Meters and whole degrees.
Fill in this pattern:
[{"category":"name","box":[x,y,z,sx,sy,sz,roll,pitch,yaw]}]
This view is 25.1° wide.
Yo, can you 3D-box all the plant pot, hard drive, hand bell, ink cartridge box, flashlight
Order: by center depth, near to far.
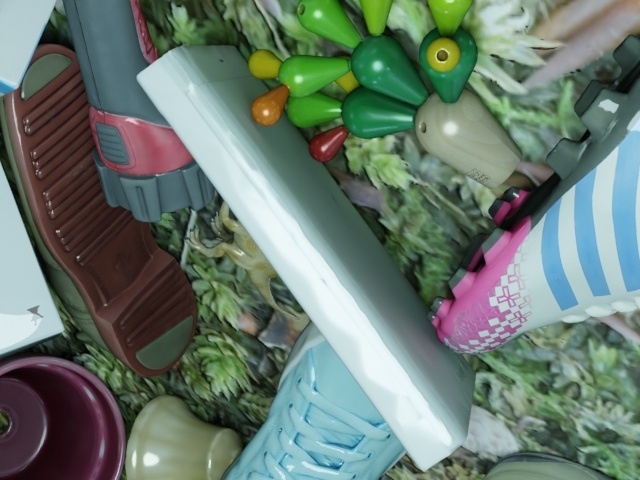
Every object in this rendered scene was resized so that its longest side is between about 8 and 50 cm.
[{"category":"hard drive","box":[0.000,0.000,0.996,0.040,0.203,0.307,-36,92,11]},{"category":"flashlight","box":[-0.141,-0.160,1.069,0.103,0.103,0.304,-112,12,-52]},{"category":"ink cartridge box","box":[-0.264,-0.167,1.125,0.060,0.104,0.180,25,169,-23]},{"category":"hand bell","box":[-0.056,0.220,1.399,0.242,0.126,0.126,1,128,30]},{"category":"plant pot","box":[-0.336,0.219,1.592,0.201,0.201,0.180,56,159,-18]}]

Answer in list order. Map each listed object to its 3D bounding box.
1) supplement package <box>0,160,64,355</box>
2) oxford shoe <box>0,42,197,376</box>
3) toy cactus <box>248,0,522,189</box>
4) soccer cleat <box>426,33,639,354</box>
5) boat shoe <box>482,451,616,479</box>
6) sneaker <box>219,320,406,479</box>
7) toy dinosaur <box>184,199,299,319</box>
[{"category":"supplement package","box":[-0.350,0.025,1.242,0.262,0.199,0.198,157,92,-77]},{"category":"oxford shoe","box":[-0.223,-0.024,1.269,0.130,0.123,0.348,21,139,37]},{"category":"toy cactus","box":[0.055,-0.098,0.945,0.180,0.112,0.219,39,138,-11]},{"category":"soccer cleat","box":[0.178,0.010,0.911,0.143,0.116,0.331,34,147,1]},{"category":"boat shoe","box":[0.254,0.264,1.090,0.355,0.130,0.132,2,129,43]},{"category":"sneaker","box":[-0.010,0.208,1.227,0.135,0.150,0.366,24,131,-3]},{"category":"toy dinosaur","box":[-0.061,0.008,1.199,0.092,0.053,0.183,26,142,21]}]
